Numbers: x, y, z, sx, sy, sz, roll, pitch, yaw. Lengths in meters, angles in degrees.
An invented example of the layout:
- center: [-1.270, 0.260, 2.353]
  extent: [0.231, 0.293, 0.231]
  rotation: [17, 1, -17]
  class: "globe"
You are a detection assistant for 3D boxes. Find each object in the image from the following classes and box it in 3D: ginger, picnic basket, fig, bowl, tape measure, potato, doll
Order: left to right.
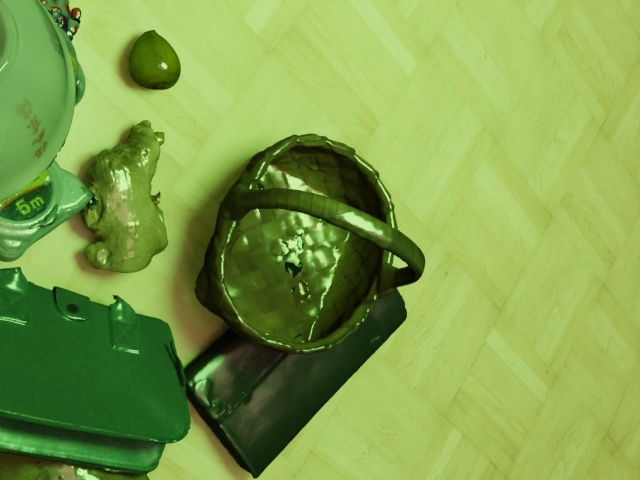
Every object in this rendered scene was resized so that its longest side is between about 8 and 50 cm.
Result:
- center: [-0.432, -0.213, 1.033]
  extent: [0.346, 0.157, 0.345]
  rotation: [7, 76, -28]
  class: "bowl"
- center: [-0.444, -0.008, 1.118]
  extent: [0.164, 0.084, 0.330]
  rotation: [49, 56, 0]
  class: "tape measure"
- center: [-0.360, -0.250, 1.205]
  extent: [0.104, 0.062, 0.194]
  rotation: [19, 72, -56]
  class: "doll"
- center: [-0.331, 0.332, 1.216]
  extent: [0.262, 0.165, 0.165]
  rotation: [44, 68, -31]
  class: "potato"
- center: [-0.277, -0.064, 1.281]
  extent: [0.137, 0.074, 0.213]
  rotation: [-5, 102, -47]
  class: "ginger"
- center: [-0.238, -0.258, 1.296]
  extent: [0.074, 0.074, 0.088]
  rotation: [-9, 84, -38]
  class: "fig"
- center: [0.000, 0.000, 1.318]
  extent: [0.293, 0.337, 0.337]
  rotation: [28, 77, -21]
  class: "picnic basket"

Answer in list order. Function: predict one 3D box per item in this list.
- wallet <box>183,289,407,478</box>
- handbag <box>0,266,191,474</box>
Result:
- center: [-0.031, 0.174, 1.503]
  extent: [0.406, 0.062, 0.228]
  rotation: [-44, 119, -27]
  class: "wallet"
- center: [-0.331, 0.163, 1.175]
  extent: [0.326, 0.089, 0.238]
  rotation: [19, 38, -36]
  class: "handbag"
